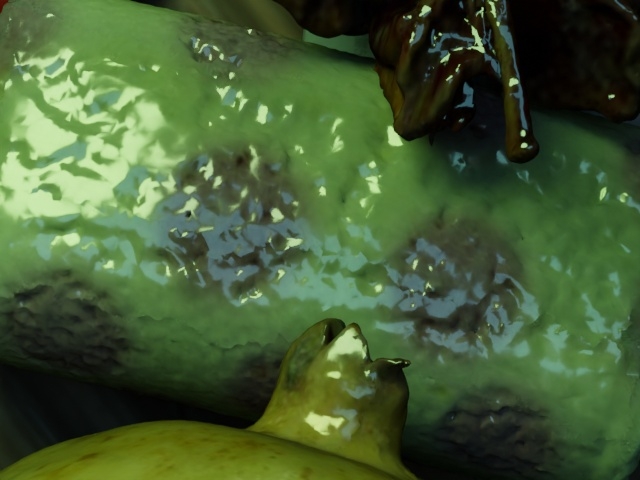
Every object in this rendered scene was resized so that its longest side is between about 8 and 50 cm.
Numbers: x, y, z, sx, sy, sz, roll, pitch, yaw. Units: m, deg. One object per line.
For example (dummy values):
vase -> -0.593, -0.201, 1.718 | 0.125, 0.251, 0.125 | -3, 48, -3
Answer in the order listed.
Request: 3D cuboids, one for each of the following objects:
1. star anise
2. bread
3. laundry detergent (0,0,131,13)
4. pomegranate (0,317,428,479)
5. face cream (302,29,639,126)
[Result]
star anise -> 0.065, -0.143, 0.829 | 0.220, 0.125, 0.190 | 37, 38, 19
bread -> 0.000, 0.000, 0.872 | 0.338, 0.155, 0.187 | 14, 75, -1
laundry detergent -> -0.123, -0.155, 0.941 | 0.165, 0.049, 0.097 | -18, 90, -8
pomegranate -> -0.025, 0.201, 0.750 | 0.343, 0.342, 0.342 | 1, 81, -4
face cream -> 0.092, -0.100, 0.923 | 0.198, 0.057, 0.084 | 9, 119, 4
